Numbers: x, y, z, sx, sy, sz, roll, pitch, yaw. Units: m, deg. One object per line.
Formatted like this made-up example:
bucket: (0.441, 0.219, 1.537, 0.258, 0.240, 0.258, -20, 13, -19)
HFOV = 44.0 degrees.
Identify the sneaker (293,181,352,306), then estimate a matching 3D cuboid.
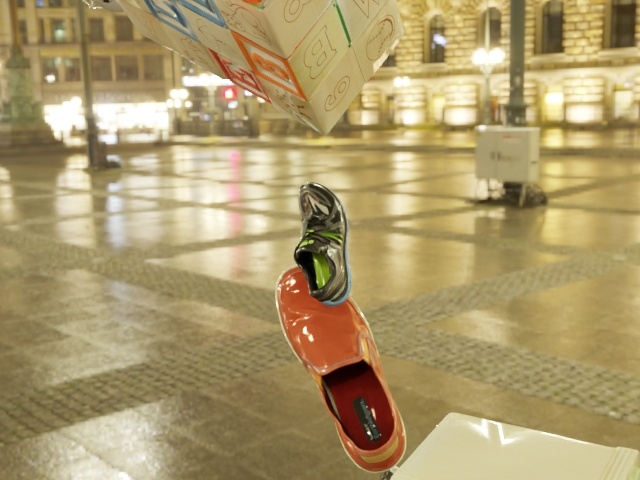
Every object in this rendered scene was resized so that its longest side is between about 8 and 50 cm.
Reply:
sneaker: (0.000, 0.000, 1.138, 0.067, 0.188, 0.078, -18, -20, 29)

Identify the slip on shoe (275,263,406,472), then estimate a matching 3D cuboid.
slip on shoe: (0.029, 0.173, 1.147, 0.123, 0.331, 0.101, -23, -21, -4)

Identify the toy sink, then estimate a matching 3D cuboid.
toy sink: (0.194, 0.255, 0.653, 0.234, 0.153, 0.131, 5, 21, 35)

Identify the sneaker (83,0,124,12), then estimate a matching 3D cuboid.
sneaker: (-0.125, -0.330, 0.710, 0.210, 0.366, 0.137, 9, -33, 1)

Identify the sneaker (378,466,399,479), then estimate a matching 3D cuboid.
sneaker: (0.149, 0.419, 1.094, 0.118, 0.110, 0.292, 23, 14, -9)

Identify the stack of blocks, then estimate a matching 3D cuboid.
stack of blocks: (-0.072, -0.192, 0.396, 0.171, 0.087, 0.297, 33, -11, 23)
